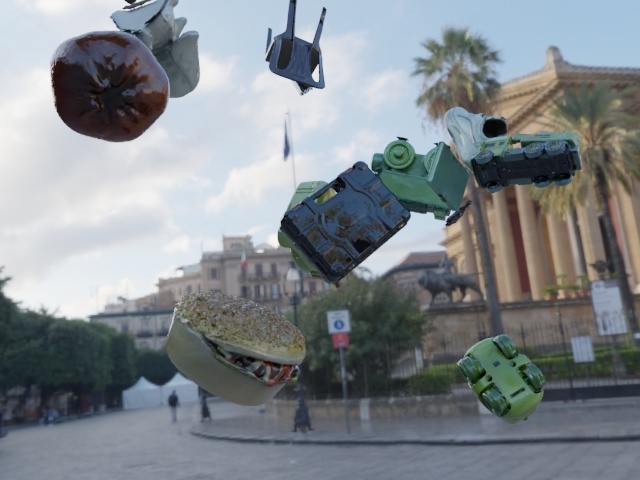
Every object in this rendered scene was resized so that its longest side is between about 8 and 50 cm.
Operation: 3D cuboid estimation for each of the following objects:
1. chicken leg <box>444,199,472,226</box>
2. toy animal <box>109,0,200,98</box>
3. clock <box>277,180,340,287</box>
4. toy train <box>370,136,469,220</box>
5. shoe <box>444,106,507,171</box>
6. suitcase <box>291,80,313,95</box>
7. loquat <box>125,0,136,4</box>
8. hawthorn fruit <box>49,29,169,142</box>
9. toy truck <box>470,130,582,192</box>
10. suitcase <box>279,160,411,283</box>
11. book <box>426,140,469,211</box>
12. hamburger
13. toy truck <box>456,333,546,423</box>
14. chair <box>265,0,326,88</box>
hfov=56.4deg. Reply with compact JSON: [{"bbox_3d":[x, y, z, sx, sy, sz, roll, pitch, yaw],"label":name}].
[{"bbox_3d":[0.324,-0.062,1.403,0.083,0.021,0.036,-43,-23,-1],"label":"chicken leg"},{"bbox_3d":[-0.440,-0.535,1.670,0.249,0.174,0.289,-26,-43,31],"label":"toy animal"},{"bbox_3d":[0.000,0.000,1.709,0.096,0.235,0.308,-1,-41,29],"label":"clock"},{"bbox_3d":[0.267,-0.170,1.653,0.272,0.188,0.159,11,-5,11],"label":"toy train"},{"bbox_3d":[0.480,-0.331,1.784,0.124,0.316,0.159,28,-52,-32],"label":"shoe"},{"bbox_3d":[-0.064,-0.547,2.042,0.059,0.086,0.126,-31,6,-3],"label":"suitcase"},{"bbox_3d":[-0.229,-0.396,0.663,0.213,0.213,0.246,-4,-56,-3],"label":"loquat"},{"bbox_3d":[-0.427,-0.315,1.194,0.224,0.224,0.261,2,22,-26],"label":"hawthorn fruit"},{"bbox_3d":[0.342,-0.140,0.981,0.169,0.100,0.077,-3,-51,37],"label":"toy truck"},{"bbox_3d":[0.063,-0.049,1.440,0.285,0.206,0.066,-37,-9,-28],"label":"suitcase"},{"bbox_3d":[0.269,-0.130,1.257,0.017,0.103,0.135,6,-21,41],"label":"book"},{"bbox_3d":[-0.175,0.210,1.251,0.302,0.170,0.302,29,5,-3],"label":"hamburger"},{"bbox_3d":[0.429,0.340,1.382,0.148,0.187,0.210,-31,-57,-4],"label":"toy truck"},{"bbox_3d":[-0.076,-0.551,1.806,0.175,0.326,0.183,16,-28,-16],"label":"chair"}]
